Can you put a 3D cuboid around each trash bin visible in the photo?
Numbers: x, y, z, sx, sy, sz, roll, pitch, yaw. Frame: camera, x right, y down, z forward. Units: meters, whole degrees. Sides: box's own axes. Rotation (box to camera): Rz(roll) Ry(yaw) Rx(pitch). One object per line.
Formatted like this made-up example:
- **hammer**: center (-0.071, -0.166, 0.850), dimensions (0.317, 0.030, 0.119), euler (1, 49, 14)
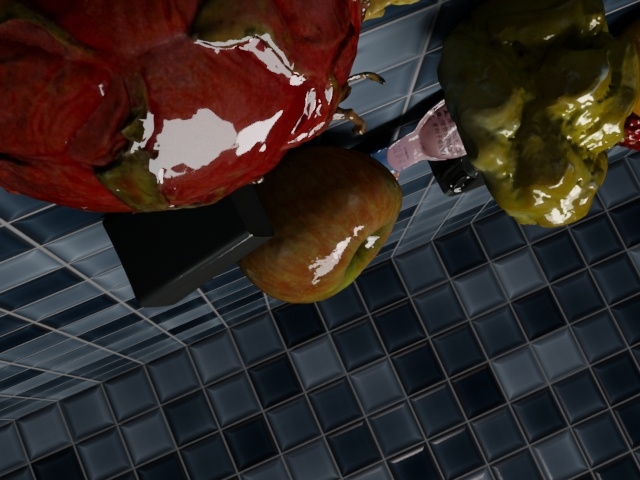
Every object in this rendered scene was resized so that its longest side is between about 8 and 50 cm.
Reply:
- **trash bin**: center (-0.210, -0.016, 1.410), dimensions (0.226, 0.165, 0.115), euler (-31, 167, 21)

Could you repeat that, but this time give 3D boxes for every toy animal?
- **toy animal**: center (-0.036, -0.184, 1.198), dimensions (0.255, 0.114, 0.116), euler (-27, 127, -10)

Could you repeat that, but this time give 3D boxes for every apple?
- **apple**: center (-0.018, -0.043, 1.546), dimensions (0.309, 0.250, 0.277), euler (-42, 161, -21)

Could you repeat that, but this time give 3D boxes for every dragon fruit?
- **dragon fruit**: center (-0.129, -0.152, 0.629), dimensions (0.343, 0.277, 0.277), euler (-26, 171, -19)

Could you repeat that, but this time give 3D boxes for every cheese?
- **cheese**: center (0.218, -0.195, 1.614), dimensions (0.286, 0.074, 0.189), euler (-28, 146, 4)

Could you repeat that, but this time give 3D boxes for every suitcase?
- **suitcase**: center (0.391, -0.210, 1.863), dimensions (0.312, 0.128, 0.202), euler (-20, 169, -21)

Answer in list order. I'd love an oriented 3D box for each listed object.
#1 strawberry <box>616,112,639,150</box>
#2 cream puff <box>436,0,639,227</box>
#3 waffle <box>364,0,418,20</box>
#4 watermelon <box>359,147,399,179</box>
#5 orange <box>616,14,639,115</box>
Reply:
- **strawberry**: center (0.802, -0.313, 1.992), dimensions (0.344, 0.292, 0.292), euler (-10, 180, 37)
- **cream puff**: center (0.330, -0.195, 1.233), dimensions (0.257, 0.324, 0.291), euler (-31, 143, 26)
- **waffle**: center (0.062, -0.297, 0.880), dimensions (0.310, 0.065, 0.283), euler (-23, 170, -14)
- **watermelon**: center (0.087, -0.123, 1.739), dimensions (0.193, 0.137, 0.145), euler (-26, -160, 4)
- **orange**: center (0.641, -0.324, 1.624), dimensions (0.193, 0.219, 0.219), euler (4, -176, 29)
